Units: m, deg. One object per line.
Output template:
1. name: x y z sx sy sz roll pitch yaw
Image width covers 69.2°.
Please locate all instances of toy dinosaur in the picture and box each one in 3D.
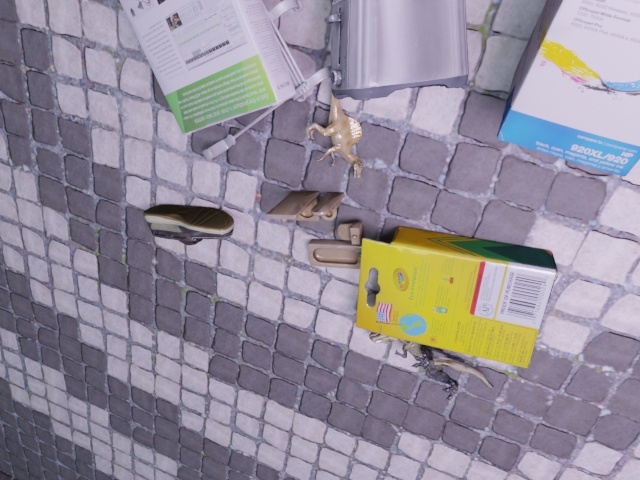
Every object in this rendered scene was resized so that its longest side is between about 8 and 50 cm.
1. toy dinosaur: 0.024 -0.194 0.810 0.092 0.053 0.183 -13 117 10
2. toy dinosaur: 0.222 0.237 0.896 0.268 0.118 0.064 27 105 6

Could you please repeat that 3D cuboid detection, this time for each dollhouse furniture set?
1. dollhouse furniture set: 0.000 0.000 0.859 0.144 0.123 0.151 3 115 20

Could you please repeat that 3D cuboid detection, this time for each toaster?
1. toaster: 0.117 -0.283 0.652 0.226 0.129 0.147 -12 112 -16

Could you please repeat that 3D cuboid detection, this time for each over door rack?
1. over door rack: -0.141 -0.313 0.786 0.324 0.108 0.240 -19 106 43

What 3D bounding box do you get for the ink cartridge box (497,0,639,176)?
1. ink cartridge box: 0.341 -0.232 0.540 0.168 0.171 0.233 21 147 11

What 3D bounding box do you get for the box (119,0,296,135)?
1. box: -0.190 -0.337 0.691 0.232 0.058 0.322 -4 116 38

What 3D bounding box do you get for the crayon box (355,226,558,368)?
1. crayon box: 0.230 0.094 0.841 0.318 0.081 0.202 11 118 15

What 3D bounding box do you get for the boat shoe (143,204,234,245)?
1. boat shoe: -0.275 -0.027 0.985 0.223 0.080 0.073 10 123 23
